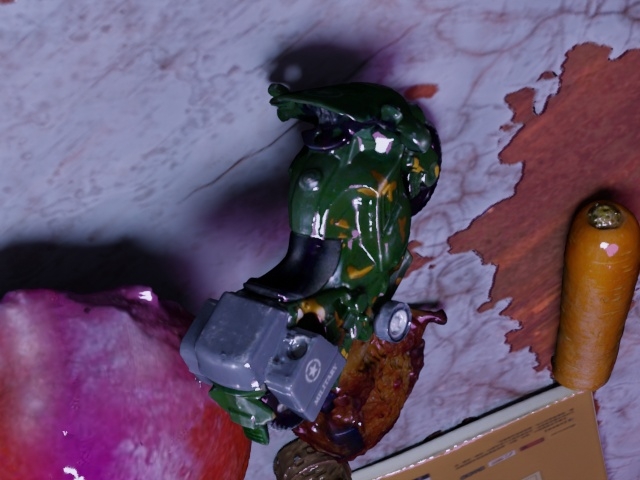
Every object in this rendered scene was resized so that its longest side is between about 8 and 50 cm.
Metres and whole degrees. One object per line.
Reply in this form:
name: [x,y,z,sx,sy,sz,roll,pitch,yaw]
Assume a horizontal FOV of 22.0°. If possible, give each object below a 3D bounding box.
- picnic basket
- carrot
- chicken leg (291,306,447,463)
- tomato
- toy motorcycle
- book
picnic basket: [-0.001,0.222,1.477,0.072,0.083,0.072,-16,141,-13]
carrot: [0.239,0.046,1.431,0.067,0.067,0.225,-16,142,-13]
chicken leg: [0.021,0.082,1.349,0.177,0.083,0.322,-32,144,-7]
tomato: [-0.169,0.193,1.210,0.290,0.176,0.335,10,127,-41]
toy motorcycle: [0.000,0.000,1.134,0.274,0.125,0.187,-62,142,-19]
book: [0.176,0.294,1.700,0.269,0.032,0.389,-22,141,-3]
